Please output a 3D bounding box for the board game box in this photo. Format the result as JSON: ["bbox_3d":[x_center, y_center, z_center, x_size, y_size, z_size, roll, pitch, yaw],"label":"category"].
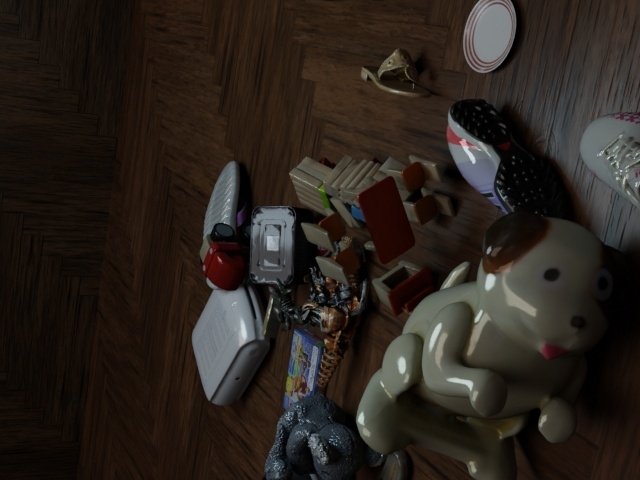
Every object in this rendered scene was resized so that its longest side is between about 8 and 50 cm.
[{"bbox_3d":[-0.032,0.324,2.113,0.136,0.035,0.201,27,111,59],"label":"board game box"}]

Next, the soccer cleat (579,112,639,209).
[{"bbox_3d":[0.441,-0.099,1.201,0.331,0.143,0.116,44,125,54],"label":"soccer cleat"}]

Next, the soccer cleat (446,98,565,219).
[{"bbox_3d":[0.306,-0.105,1.507,0.116,0.108,0.318,91,157,-48],"label":"soccer cleat"}]

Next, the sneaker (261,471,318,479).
[{"bbox_3d":[-0.046,0.627,1.999,0.296,0.147,0.105,55,132,46],"label":"sneaker"}]

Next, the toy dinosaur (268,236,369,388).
[{"bbox_3d":[0.012,0.149,1.951,0.218,0.164,0.322,10,75,45],"label":"toy dinosaur"}]

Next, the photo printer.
[{"bbox_3d":[-0.238,0.254,2.413,0.307,0.107,0.256,-60,38,38],"label":"photo printer"}]

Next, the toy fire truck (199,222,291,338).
[{"bbox_3d":[-0.168,0.099,2.191,0.158,0.217,0.246,-63,38,35],"label":"toy fire truck"}]

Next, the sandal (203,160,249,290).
[{"bbox_3d":[-0.245,-0.031,2.448,0.169,0.102,0.416,-41,37,43],"label":"sandal"}]

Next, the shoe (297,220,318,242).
[{"bbox_3d":[-0.059,-0.033,2.171,0.178,0.081,0.063,17,92,30],"label":"shoe"}]

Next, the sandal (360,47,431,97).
[{"bbox_3d":[0.147,-0.348,1.801,0.240,0.088,0.079,-139,51,-60],"label":"sandal"}]

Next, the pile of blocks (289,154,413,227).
[{"bbox_3d":[0.088,-0.114,1.897,0.112,0.149,0.362,-49,34,-21],"label":"pile of blocks"}]

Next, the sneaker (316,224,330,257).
[{"bbox_3d":[0.000,0.000,2.052,0.118,0.067,0.042,-53,44,45],"label":"sneaker"}]

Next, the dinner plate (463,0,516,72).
[{"bbox_3d":[0.304,-0.368,1.596,0.141,0.017,0.141,-6,83,61],"label":"dinner plate"}]

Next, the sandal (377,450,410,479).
[{"bbox_3d":[0.126,0.518,1.790,0.090,0.060,0.219,38,120,56],"label":"sandal"}]

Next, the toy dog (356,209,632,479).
[{"bbox_3d":[0.294,0.141,1.370,0.408,0.284,0.395,-56,8,44],"label":"toy dog"}]

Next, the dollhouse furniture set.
[{"bbox_3d":[0.138,0.008,1.652,0.135,0.262,0.259,26,144,57],"label":"dollhouse furniture set"}]

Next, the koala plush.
[{"bbox_3d":[0.017,0.431,1.872,0.221,0.196,0.203,-6,72,64],"label":"koala plush"}]

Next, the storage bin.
[{"bbox_3d":[-0.090,0.012,2.089,0.122,0.084,0.180,1,90,31],"label":"storage bin"}]
